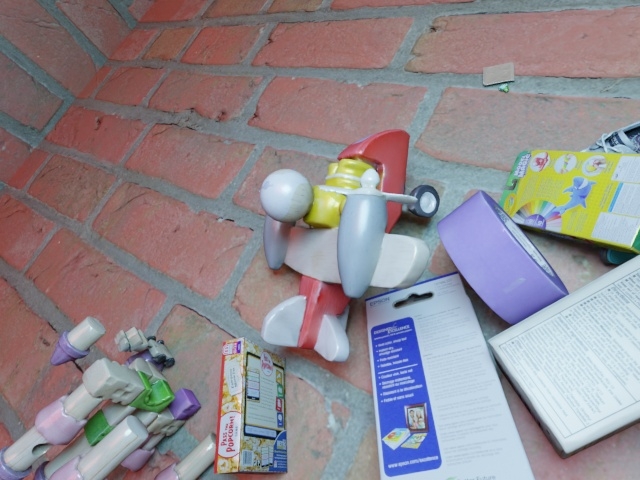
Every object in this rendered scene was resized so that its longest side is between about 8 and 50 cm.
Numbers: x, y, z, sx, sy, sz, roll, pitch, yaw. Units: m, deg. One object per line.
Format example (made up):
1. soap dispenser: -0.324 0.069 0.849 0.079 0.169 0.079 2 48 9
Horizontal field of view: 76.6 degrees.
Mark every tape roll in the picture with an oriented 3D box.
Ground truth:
1. tape roll: 0.262 0.023 0.592 0.080 0.189 0.189 -42 49 25

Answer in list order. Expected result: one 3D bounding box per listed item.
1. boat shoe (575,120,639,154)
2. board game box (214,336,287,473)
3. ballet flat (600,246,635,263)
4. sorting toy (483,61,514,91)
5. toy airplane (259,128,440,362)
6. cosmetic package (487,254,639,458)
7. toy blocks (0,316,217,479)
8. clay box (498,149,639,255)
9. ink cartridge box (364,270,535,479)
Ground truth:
1. boat shoe: 0.480 -0.148 0.653 0.227 0.081 0.079 -23 55 16
2. board game box: -0.108 0.277 0.675 0.045 0.147 0.194 -16 56 19
3. ballet flat: 0.488 -0.045 0.606 0.203 0.074 0.074 -42 52 8
4. sorting toy: 0.380 -0.345 0.865 0.062 0.012 0.083 1 60 23
5. toy airplane: 0.000 0.000 0.686 0.386 0.272 0.384 -39 28 31
6. cosmetic package: 0.389 0.132 0.510 0.296 0.129 0.153 -32 51 9
7. toy blocks: -0.384 0.331 0.697 0.260 0.289 0.309 -43 55 -8
8. clay box: 0.386 -0.067 0.616 0.222 0.053 0.128 29 100 61
9. ink cartridge box: 0.165 0.214 0.584 0.175 0.069 0.371 -20 39 17
